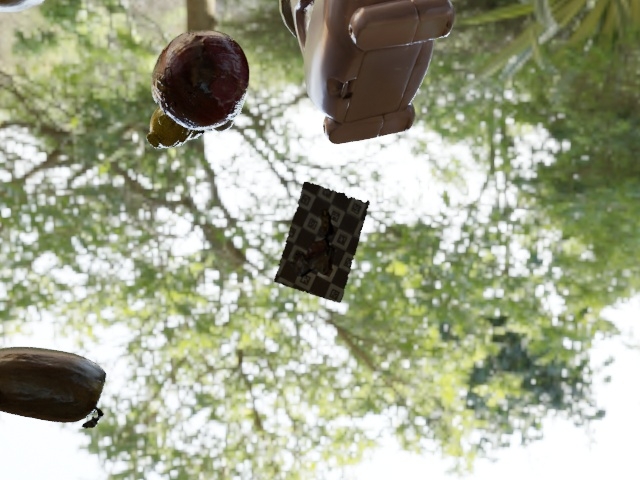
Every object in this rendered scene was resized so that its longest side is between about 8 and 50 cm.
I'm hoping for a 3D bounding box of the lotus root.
[{"bbox_3d":[-0.490,0.247,1.729,0.241,0.123,0.124,13,-179,-12],"label":"lotus root"}]

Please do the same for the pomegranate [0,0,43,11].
[{"bbox_3d":[-0.582,-0.581,1.805,0.343,0.342,0.342,0,-167,0],"label":"pomegranate"}]

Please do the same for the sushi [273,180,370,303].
[{"bbox_3d":[0.000,0.000,1.801,0.139,0.201,0.031,20,173,-19],"label":"sushi"}]

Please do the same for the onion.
[{"bbox_3d":[-0.152,-0.203,1.260,0.131,0.131,0.131,0,-167,0],"label":"onion"}]

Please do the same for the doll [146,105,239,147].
[{"bbox_3d":[-0.175,-0.176,1.402,0.162,0.062,0.106,-32,169,-49],"label":"doll"}]

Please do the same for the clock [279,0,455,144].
[{"bbox_3d":[0.048,-0.353,1.471,0.184,0.325,0.342,-6,153,-20],"label":"clock"}]
